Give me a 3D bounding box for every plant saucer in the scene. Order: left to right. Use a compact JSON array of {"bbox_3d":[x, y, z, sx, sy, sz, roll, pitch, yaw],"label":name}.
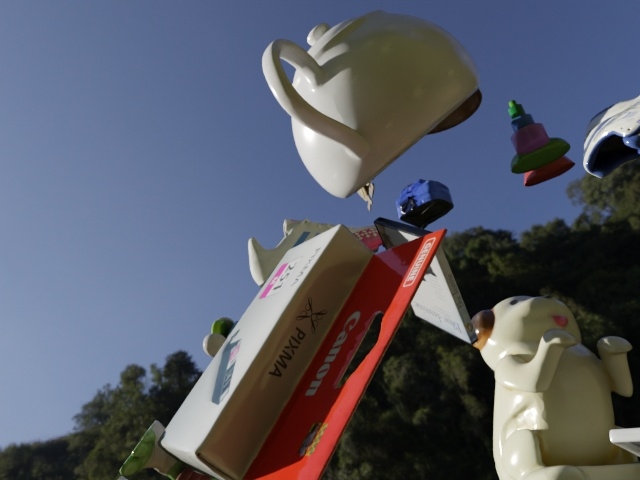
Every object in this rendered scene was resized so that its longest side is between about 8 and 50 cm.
[{"bbox_3d":[0.238,-0.290,1.187,0.199,0.036,0.198,-7,-20,-3],"label":"plant saucer"}]

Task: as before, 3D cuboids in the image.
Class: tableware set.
[{"bbox_3d":[0.099,-0.153,1.292,0.039,0.128,0.194,-31,-14,-5],"label":"tableware set"}]

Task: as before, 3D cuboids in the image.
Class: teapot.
[{"bbox_3d":[0.050,-0.185,0.682,0.252,0.187,0.256,-40,1,-11],"label":"teapot"}]

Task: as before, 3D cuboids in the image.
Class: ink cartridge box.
[{"bbox_3d":[-0.025,0.097,0.543,0.060,0.275,0.239,41,-31,-14],"label":"ink cartridge box"}]

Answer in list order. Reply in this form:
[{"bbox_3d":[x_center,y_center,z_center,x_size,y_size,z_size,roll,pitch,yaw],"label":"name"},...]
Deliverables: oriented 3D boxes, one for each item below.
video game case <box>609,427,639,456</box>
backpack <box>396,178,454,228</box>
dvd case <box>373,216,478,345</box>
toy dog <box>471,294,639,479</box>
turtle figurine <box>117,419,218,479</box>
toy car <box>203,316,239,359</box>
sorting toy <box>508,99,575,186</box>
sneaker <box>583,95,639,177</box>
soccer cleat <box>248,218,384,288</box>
[{"bbox_3d":[0.572,0.308,0.826,0.183,0.023,0.201,30,-35,-28],"label":"video game case"},{"bbox_3d":[0.255,-0.099,1.366,0.098,0.101,0.120,13,-31,-40],"label":"backpack"},{"bbox_3d":[0.203,0.076,1.093,0.022,0.180,0.253,-35,-65,-18],"label":"dvd case"},{"bbox_3d":[0.467,0.303,1.148,0.285,0.407,0.395,-1,-32,-6],"label":"toy dog"},{"bbox_3d":[-0.108,0.331,0.573,0.266,0.274,0.197,31,-42,-1],"label":"turtle figurine"},{"bbox_3d":[-0.261,0.317,1.686,0.136,0.159,0.181,-13,-74,11],"label":"toy car"},{"bbox_3d":[0.466,-0.223,1.237,0.127,0.126,0.366,-25,-18,24],"label":"sorting toy"},{"bbox_3d":[0.563,-0.202,0.923,0.112,0.131,0.296,33,-32,-3],"label":"sneaker"},{"bbox_3d":[0.000,0.000,1.225,0.331,0.143,0.116,-19,-8,-18],"label":"soccer cleat"}]
